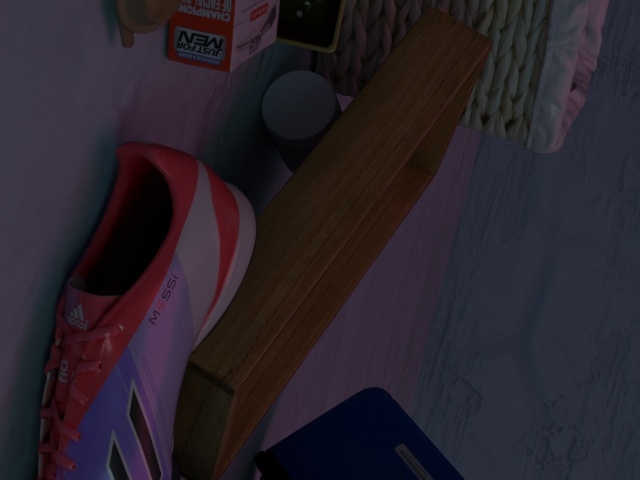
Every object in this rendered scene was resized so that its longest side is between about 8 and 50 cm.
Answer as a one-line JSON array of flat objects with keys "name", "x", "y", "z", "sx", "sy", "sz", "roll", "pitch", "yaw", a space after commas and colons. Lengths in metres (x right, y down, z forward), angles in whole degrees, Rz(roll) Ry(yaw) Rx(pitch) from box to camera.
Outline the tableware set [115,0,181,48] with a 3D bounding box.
[{"name": "tableware set", "x": -0.082, "y": -0.203, "z": 0.720, "sx": 0.168, "sy": 0.020, "sz": 0.141, "roll": -44, "pitch": 145, "yaw": -27}]

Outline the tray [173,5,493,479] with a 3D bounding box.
[{"name": "tray", "x": 0.000, "y": 0.000, "z": 1.023, "sx": 0.411, "sy": 0.076, "sz": 0.203, "roll": -52, "pitch": 169, "yaw": -32}]

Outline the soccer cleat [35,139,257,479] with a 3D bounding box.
[{"name": "soccer cleat", "x": -0.138, "y": 0.090, "z": 0.767, "sx": 0.116, "sy": 0.108, "sz": 0.318, "roll": 41, "pitch": 64, "yaw": -55}]

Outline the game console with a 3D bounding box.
[{"name": "game console", "x": 0.048, "y": 0.349, "z": 1.322, "sx": 0.250, "sy": 0.293, "sz": 0.173, "roll": -30, "pitch": 129, "yaw": -11}]

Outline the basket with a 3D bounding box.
[{"name": "basket", "x": 0.174, "y": -0.310, "z": 1.234, "sx": 0.328, "sy": 0.266, "sz": 0.331, "roll": -52, "pitch": 154, "yaw": -60}]

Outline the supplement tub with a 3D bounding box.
[{"name": "supplement tub", "x": -0.011, "y": -0.105, "z": 1.109, "sx": 0.107, "sy": 0.071, "sz": 0.071, "roll": 63, "pitch": 43, "yaw": -70}]

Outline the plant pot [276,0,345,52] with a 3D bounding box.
[{"name": "plant pot", "x": -0.018, "y": -0.199, "z": 0.974, "sx": 0.083, "sy": 0.081, "sz": 0.081, "roll": -71, "pitch": 173, "yaw": -80}]

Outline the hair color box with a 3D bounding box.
[{"name": "hair color box", "x": -0.061, "y": -0.210, "z": 0.829, "sx": 0.093, "sy": 0.053, "sz": 0.167, "roll": -51, "pitch": 150, "yaw": -60}]
